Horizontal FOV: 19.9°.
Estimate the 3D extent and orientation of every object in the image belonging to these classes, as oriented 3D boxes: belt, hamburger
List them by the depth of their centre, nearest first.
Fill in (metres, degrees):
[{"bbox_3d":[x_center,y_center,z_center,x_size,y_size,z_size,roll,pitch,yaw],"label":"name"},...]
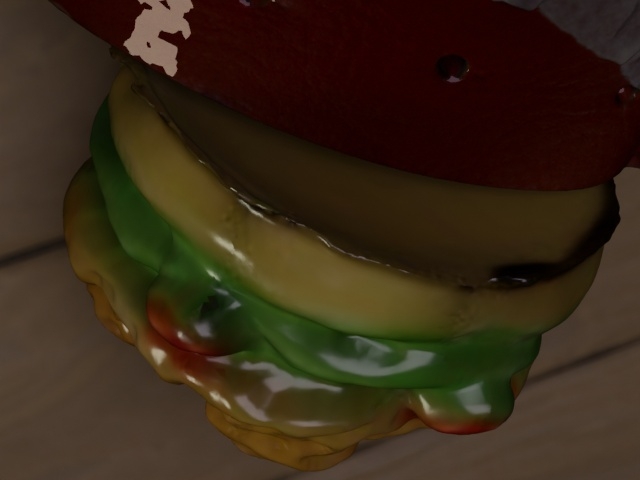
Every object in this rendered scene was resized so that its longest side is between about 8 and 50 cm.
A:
[{"bbox_3d":[0.029,-0.139,0.745,0.324,0.227,0.115,21,127,-6],"label":"belt"},{"bbox_3d":[0.000,0.000,0.773,0.237,0.237,0.149,15,125,-14],"label":"hamburger"}]
